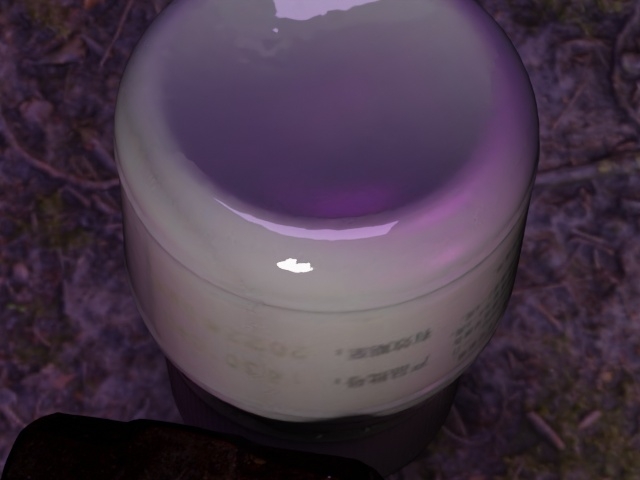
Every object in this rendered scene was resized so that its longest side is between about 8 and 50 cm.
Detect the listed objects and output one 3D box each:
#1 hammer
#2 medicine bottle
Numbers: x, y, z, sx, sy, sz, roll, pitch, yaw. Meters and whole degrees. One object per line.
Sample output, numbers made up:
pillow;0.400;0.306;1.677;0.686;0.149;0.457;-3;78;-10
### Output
hammer;-0.136;0.288;1.068;0.242;0.095;0.409;11;62;30
medicine bottle;0.000;0.000;1.161;0.241;0.302;0.241;1;55;-1
